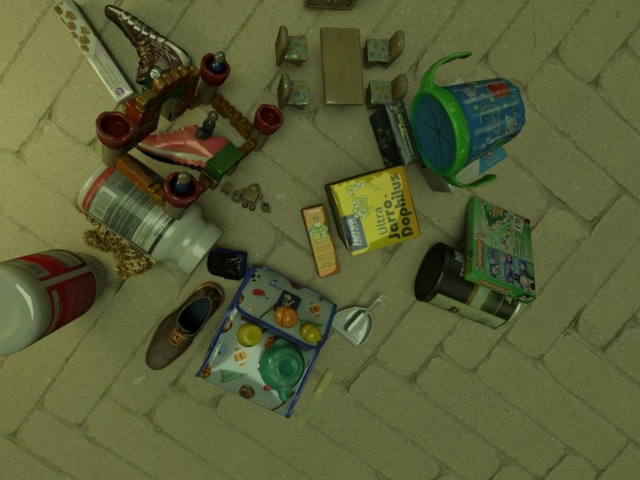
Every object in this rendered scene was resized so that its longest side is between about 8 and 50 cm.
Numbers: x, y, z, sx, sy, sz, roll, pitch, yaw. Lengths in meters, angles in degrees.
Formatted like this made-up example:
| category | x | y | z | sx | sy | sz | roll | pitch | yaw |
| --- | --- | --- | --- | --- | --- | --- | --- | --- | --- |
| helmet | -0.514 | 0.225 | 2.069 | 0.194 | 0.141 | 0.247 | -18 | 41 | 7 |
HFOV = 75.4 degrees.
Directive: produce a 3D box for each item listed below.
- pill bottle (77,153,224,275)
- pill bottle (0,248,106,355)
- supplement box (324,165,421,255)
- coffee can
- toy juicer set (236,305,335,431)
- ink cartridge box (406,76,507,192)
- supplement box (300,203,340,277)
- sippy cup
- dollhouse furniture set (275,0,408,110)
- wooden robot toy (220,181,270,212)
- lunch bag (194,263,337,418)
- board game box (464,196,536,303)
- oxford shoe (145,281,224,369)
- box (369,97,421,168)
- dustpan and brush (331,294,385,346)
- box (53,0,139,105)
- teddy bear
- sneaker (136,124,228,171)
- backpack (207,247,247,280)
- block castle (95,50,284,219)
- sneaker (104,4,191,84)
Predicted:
| category | x | y | z | sx | sy | sz | roll | pitch | yaw |
| --- | --- | --- | --- | --- | --- | --- | --- | --- | --- |
| pill bottle | -0.481 | -0.069 | 1.209 | 0.363 | 0.210 | 0.210 | 37 | 95 | -10 |
| pill bottle | -0.797 | 0.149 | 1.188 | 0.229 | 0.407 | 0.229 | 0 | 97 | -2 |
| supplement box | 0.136 | -0.098 | 1.218 | 0.195 | 0.356 | 0.194 | -16 | 99 | 0 |
| coffee can | 0.475 | 0.148 | 1.343 | 0.275 | 0.201 | 0.201 | 22 | 96 | -6 |
| toy juicer set | -0.077 | 0.342 | 1.194 | 0.209 | 0.089 | 0.329 | -32 | 92 | -25 |
| ink cartridge box | 0.387 | -0.314 | 1.277 | 0.198 | 0.197 | 0.270 | -33 | 98 | 3 |
| supplement box | 0.000 | 0.000 | 1.366 | 0.078 | 0.080 | 0.233 | -15 | 96 | -2 |
| sippy cup | 0.388 | -0.310 | 1.077 | 0.224 | 0.240 | 0.305 | -20 | 140 | -8 |
| dollhouse furniture set | 0.064 | -0.590 | 1.166 | 0.362 | 0.256 | 0.394 | -4 | 91 | -13 |
| wooden robot toy | -0.232 | -0.153 | 1.355 | 0.173 | 0.076 | 0.079 | 22 | 61 | -5 |
| lunch bag | -0.163 | 0.309 | 1.331 | 0.328 | 0.239 | 0.385 | 28 | 80 | -5 |
| board game box | 0.563 | 0.021 | 1.305 | 0.214 | 0.046 | 0.317 | 21 | 53 | -4 |
| oxford shoe | -0.466 | 0.292 | 1.359 | 0.130 | 0.133 | 0.363 | 37 | 95 | -7 |
| box | 0.220 | -0.313 | 1.253 | 0.059 | 0.232 | 0.183 | -19 | 99 | -2 |
| dustpan and brush | 0.142 | 0.258 | 1.414 | 0.147 | 0.060 | 0.211 | 41 | 94 | -7 |
| box | -0.681 | -0.573 | 1.268 | 0.063 | 0.067 | 0.324 | -32 | 97 | 2 |
| teddy bear | -0.641 | -0.046 | 1.327 | 0.338 | 0.113 | 0.245 | 42 | 76 | -6 |
| sneaker | -0.437 | -0.305 | 1.306 | 0.314 | 0.116 | 0.136 | 14 | 87 | -11 |
| backpack | -0.304 | 0.075 | 1.352 | 0.120 | 0.101 | 0.098 | 8 | 95 | 2 |
| block castle | -0.341 | -0.306 | 1.136 | 0.303 | 0.213 | 0.453 | 43 | 55 | -6 |
| sneaker | -0.550 | -0.569 | 1.255 | 0.281 | 0.106 | 0.162 | 32 | 98 | -7 |
